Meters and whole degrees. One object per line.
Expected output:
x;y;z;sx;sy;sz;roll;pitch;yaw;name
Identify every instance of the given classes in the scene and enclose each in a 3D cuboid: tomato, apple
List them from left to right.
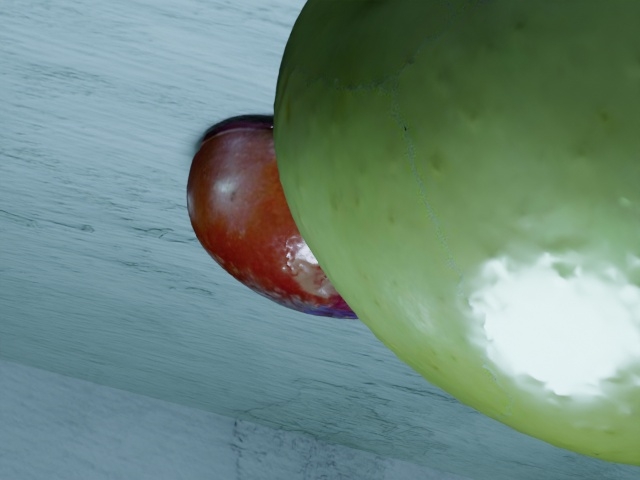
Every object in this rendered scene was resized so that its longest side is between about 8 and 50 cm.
0.003;0.005;1.628;0.335;0.176;0.290;17;162;-18;tomato
0.214;-0.080;0.869;0.474;0.473;0.473;10;160;4;apple
